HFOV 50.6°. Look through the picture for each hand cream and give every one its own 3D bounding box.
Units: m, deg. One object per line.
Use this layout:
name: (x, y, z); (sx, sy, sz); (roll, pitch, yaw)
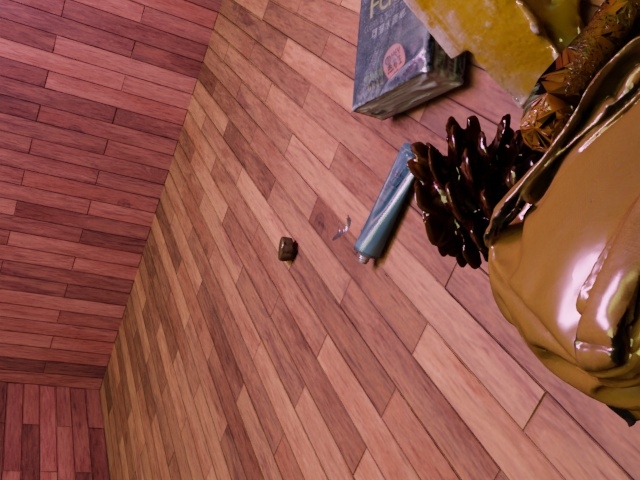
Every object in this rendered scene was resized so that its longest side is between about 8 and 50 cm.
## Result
hand cream: (0.119, -0.060, 1.180); (0.224, 0.048, 0.083); (-66, 27, 11)

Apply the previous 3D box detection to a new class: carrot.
carrot: (0.301, -0.195, 0.772); (0.229, 0.069, 0.069); (-52, 22, -17)

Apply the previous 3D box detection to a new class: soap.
soap: (0.302, -0.393, 0.966); (0.339, 0.304, 0.169); (-46, 6, -29)

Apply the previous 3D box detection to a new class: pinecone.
pinecone: (0.215, -0.069, 0.845); (0.207, 0.207, 0.208); (-33, 51, 54)

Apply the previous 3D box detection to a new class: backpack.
backpack: (0.321, -0.027, 0.597); (0.378, 0.201, 0.354); (-58, 20, 22)

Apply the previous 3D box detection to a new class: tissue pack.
tissue pack: (0.156, -0.387, 1.167); (0.228, 0.103, 0.316); (-12, 69, 58)

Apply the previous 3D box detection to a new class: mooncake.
mooncake: (-0.012, 0.001, 1.378); (0.346, 0.057, 0.151); (23, 112, 59)
